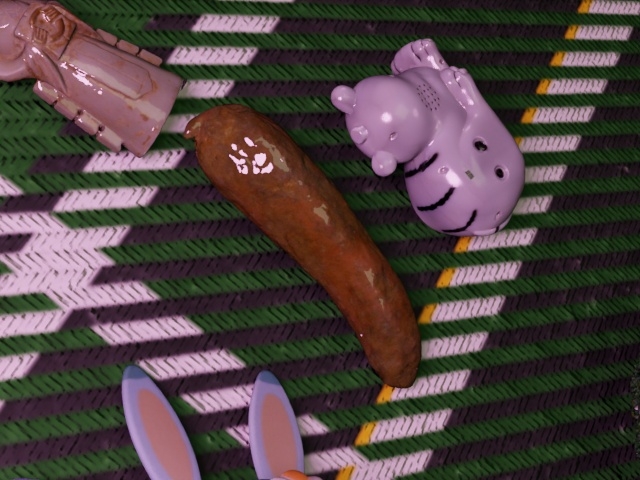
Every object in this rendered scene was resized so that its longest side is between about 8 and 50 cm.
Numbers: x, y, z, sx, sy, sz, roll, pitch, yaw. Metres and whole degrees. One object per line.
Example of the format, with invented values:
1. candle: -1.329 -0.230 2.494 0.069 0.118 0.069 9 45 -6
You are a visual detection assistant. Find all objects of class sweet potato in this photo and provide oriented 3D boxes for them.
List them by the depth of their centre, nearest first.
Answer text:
1. sweet potato: 0.000 0.000 1.004 0.273 0.075 0.075 50 54 -11

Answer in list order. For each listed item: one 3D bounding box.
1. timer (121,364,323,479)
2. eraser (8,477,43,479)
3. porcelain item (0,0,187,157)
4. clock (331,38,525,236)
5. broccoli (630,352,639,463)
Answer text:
1. timer: -0.040 0.188 0.847 0.175 0.175 0.255 8 67 -29
2. eraser: -0.164 0.253 0.779 0.082 0.036 0.225 11 46 -21
3. porcelain item: -0.206 -0.145 0.941 0.213 0.054 0.084 31 56 -17
4. clock: 0.091 -0.073 1.078 0.117 0.080 0.176 -35 91 -37
5. broccoli: 0.384 0.151 1.091 0.261 0.242 0.269 15 92 -47
